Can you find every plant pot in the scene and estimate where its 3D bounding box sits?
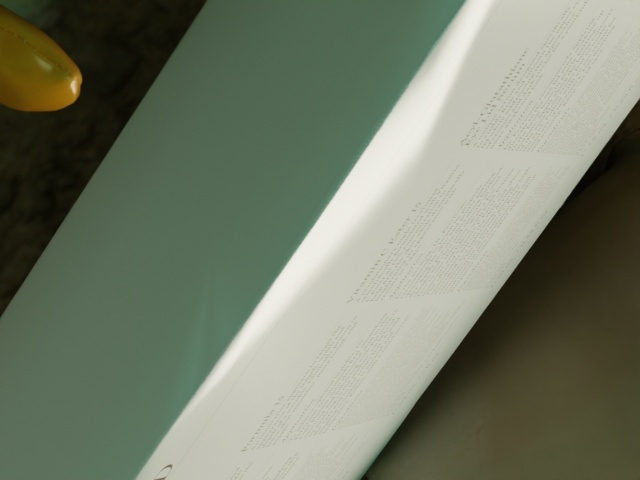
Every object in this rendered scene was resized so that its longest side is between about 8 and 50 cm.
[{"bbox_3d":[0.168,0.119,1.094,0.280,0.323,0.323,-26,140,-5],"label":"plant pot"}]

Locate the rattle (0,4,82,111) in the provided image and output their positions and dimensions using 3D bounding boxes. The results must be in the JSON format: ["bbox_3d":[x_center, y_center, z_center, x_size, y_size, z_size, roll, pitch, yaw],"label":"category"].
[{"bbox_3d":[-0.205,-0.031,0.666,0.200,0.143,0.130,-32,159,-33],"label":"rattle"}]

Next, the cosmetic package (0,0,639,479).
[{"bbox_3d":[0.000,0.000,0.860,0.377,0.097,0.284,-55,163,15],"label":"cosmetic package"}]
